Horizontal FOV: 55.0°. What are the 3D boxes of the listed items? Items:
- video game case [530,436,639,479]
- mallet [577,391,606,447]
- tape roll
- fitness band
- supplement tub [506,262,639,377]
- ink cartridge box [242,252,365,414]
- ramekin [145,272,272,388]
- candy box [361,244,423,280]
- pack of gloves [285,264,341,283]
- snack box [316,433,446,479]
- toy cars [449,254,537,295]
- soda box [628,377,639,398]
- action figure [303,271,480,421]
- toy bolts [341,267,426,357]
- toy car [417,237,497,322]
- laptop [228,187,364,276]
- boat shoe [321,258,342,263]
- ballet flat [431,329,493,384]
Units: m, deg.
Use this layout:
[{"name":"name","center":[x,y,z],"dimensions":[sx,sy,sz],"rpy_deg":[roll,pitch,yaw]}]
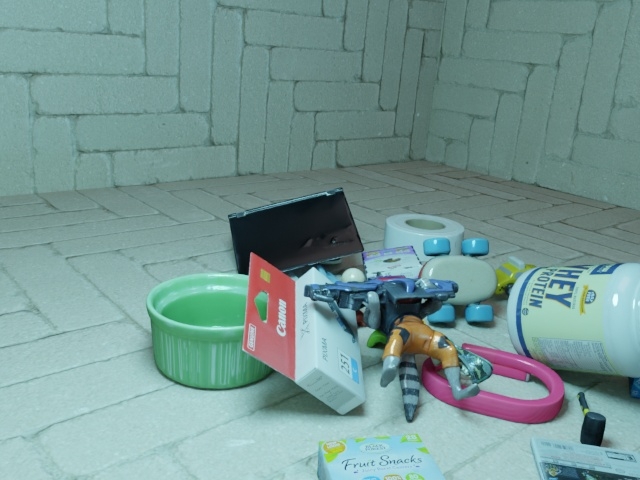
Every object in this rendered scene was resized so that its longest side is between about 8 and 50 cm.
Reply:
[{"name":"video game case","center":[0.465,0.402,1.036],"dimensions":[0.191,0.022,0.173],"rpy_deg":[7,17,7]},{"name":"mallet","center":[0.525,0.332,1.206],"dimensions":[0.039,0.062,0.190],"rpy_deg":[10,18,14]},{"name":"tape roll","center":[0.372,-0.014,2.214],"dimensions":[0.286,0.100,0.286],"rpy_deg":[5,17,-1]},{"name":"fitness band","center":[0.360,0.299,1.300],"dimensions":[0.291,0.054,0.209],"rpy_deg":[9,21,19]},{"name":"supplement tub","center":[0.597,0.168,1.318],"dimensions":[0.236,0.235,0.325],"rpy_deg":[-10,2,-38]},{"name":"ink cartridge box","center":[-0.030,0.163,1.232],"dimensions":[0.261,0.066,0.296],"rpy_deg":[39,26,-26]},{"name":"ramekin","center":[-0.220,0.191,1.330],"dimensions":[0.304,0.148,0.303],"rpy_deg":[4,18,-1]},{"name":"candy box","center":[0.215,0.086,1.853],"dimensions":[0.165,0.070,0.196],"rpy_deg":[-8,17,2]},{"name":"pack of gloves","center":[-0.020,0.117,1.791],"dimensions":[0.195,0.046,0.232],"rpy_deg":[-3,19,-26]},{"name":"snack box","center":[0.099,0.383,0.927],"dimensions":[0.175,0.070,0.207],"rpy_deg":[-1,16,-14]},{"name":"toy cars","center":[0.484,0.088,1.857],"dimensions":[0.394,0.087,0.176],"rpy_deg":[4,22,25]},{"name":"soda box","center":[0.739,0.285,1.392],"dimensions":[0.067,0.071,0.210],"rpy_deg":[11,18,21]},{"name":"action figure","center":[0.129,0.183,1.254],"dimensions":[0.342,0.178,0.330],"rpy_deg":[4,32,-13]},{"name":"toy bolts","center":[0.147,0.155,1.516],"dimensions":[0.229,0.158,0.218],"rpy_deg":[16,21,32]},{"name":"toy car","center":[0.349,0.121,1.704],"dimensions":[0.211,0.219,0.238],"rpy_deg":[0,-11,-10]},{"name":"laptop","center":[-0.087,-0.011,2.018],"dimensions":[0.382,0.236,0.408],"rpy_deg":[-13,-6,-3]},{"name":"boat shoe","center":[-0.004,0.000,2.087],"dimensions":[0.109,0.091,0.305],"rpy_deg":[-2,18,-18]},{"name":"ballet flat","center":[0.269,0.243,1.281],"dimensions":[0.070,0.070,0.188],"rpy_deg":[-7,18,-33]}]
